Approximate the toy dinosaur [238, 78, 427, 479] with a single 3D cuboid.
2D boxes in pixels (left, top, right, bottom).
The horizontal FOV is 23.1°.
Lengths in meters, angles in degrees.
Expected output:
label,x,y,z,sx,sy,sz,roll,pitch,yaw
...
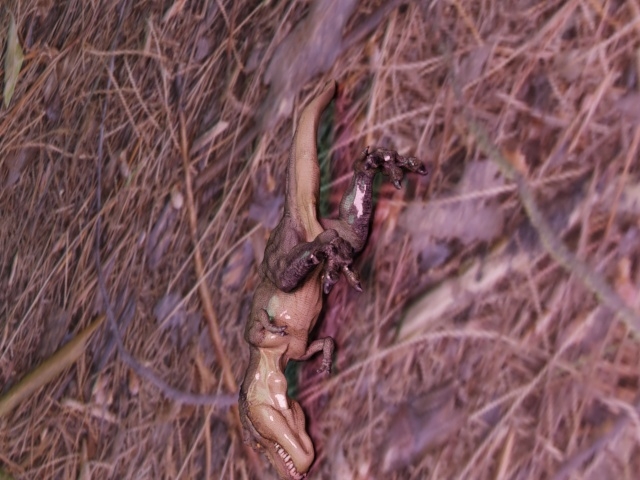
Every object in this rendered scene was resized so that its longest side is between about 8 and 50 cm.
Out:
label,x,y,z,sx,sy,sz,roll,pitch,yaw
toy dinosaur,0.000,0.000,0.913,0.118,0.064,0.268,-31,43,57
